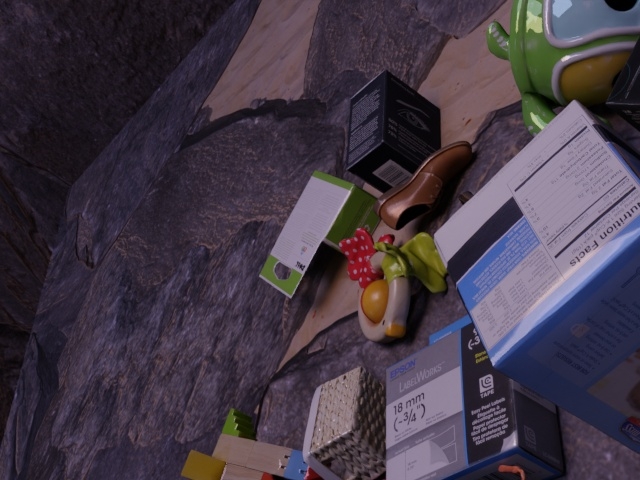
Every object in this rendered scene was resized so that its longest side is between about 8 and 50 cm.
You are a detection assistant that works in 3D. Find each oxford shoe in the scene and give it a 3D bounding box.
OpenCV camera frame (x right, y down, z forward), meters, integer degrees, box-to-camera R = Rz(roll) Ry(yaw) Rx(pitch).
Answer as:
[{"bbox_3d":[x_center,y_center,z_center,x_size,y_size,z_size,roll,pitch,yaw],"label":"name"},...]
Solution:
[{"bbox_3d":[0.200,-0.094,1.706,0.212,0.076,0.076,-41,49,4],"label":"oxford shoe"}]

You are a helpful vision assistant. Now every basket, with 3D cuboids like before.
[{"bbox_3d":[0.053,0.298,1.498,0.103,0.113,0.167,-35,22,28],"label":"basket"}]

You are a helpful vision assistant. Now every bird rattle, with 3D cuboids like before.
[{"bbox_3d":[0.103,0.075,1.658,0.253,0.143,0.206,-6,74,60],"label":"bird rattle"}]

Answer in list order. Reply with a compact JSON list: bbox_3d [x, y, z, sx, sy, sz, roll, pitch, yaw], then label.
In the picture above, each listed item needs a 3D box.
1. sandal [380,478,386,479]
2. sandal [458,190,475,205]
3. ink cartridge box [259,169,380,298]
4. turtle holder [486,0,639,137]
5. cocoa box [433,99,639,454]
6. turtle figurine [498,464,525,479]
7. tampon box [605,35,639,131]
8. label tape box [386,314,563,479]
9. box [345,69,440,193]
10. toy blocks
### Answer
[{"bbox_3d":[0.088,0.404,1.440,0.179,0.040,0.067,-56,28,6],"label":"sandal"},{"bbox_3d":[0.290,-0.033,1.518,0.060,0.090,0.219,-34,23,1],"label":"sandal"},{"bbox_3d":[0.000,0.000,1.924,0.255,0.097,0.189,-61,28,-1],"label":"ink cartridge box"},{"bbox_3d":[0.395,-0.303,1.421,0.227,0.243,0.320,7,54,38],"label":"turtle holder"},{"bbox_3d":[0.341,0.063,1.028,0.231,0.347,0.228,-47,30,21],"label":"cocoa box"},{"bbox_3d":[0.262,0.373,1.073,0.217,0.087,0.269,-60,28,-8],"label":"turtle figurine"},{"bbox_3d":[0.484,-0.189,1.241,0.101,0.161,0.120,18,80,61],"label":"tampon box"},{"bbox_3d":[0.209,0.207,1.365,0.241,0.106,0.333,-36,36,36],"label":"label tape box"},{"bbox_3d":[0.142,-0.199,1.824,0.108,0.153,0.207,-36,34,38],"label":"box"},{"bbox_3d":[-0.105,0.488,1.564,0.261,0.191,0.381,0,62,46],"label":"toy blocks"}]
